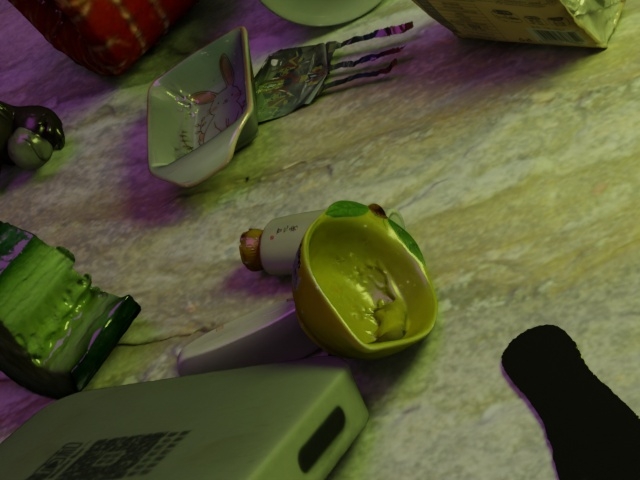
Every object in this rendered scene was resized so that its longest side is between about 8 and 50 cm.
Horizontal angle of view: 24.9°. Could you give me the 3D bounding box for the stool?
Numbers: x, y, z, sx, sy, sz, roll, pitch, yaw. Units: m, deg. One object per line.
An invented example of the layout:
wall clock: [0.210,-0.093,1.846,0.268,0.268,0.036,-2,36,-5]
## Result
stool: [-0.434,-0.133,1.937,0.217,0.125,0.121,15,76,25]

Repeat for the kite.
kite: [0.003,-0.205,1.743,0.245,0.015,0.141,-13,45,36]

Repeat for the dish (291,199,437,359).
dish: [0.030,0.051,1.373,0.080,0.149,0.207,-50,17,34]

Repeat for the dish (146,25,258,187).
dish: [-0.131,-0.142,1.737,0.154,0.064,0.234,-29,36,18]

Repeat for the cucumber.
cucumber: [-0.307,0.070,1.568,0.191,0.191,0.130,6,54,42]

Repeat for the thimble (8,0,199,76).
thimble: [-0.319,-0.395,1.948,0.230,0.350,0.350,-47,38,-11]

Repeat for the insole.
insole: [0.220,0.152,1.207,0.086,0.005,0.253,-31,38,5]

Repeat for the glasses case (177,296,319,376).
glasses case: [-0.065,0.104,1.432,0.164,0.063,0.041,-25,41,15]

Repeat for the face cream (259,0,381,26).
face cream: [-0.006,-0.397,1.804,0.201,0.201,0.187,-27,38,13]

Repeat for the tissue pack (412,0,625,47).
tissue pack: [0.191,-0.282,1.545,0.222,0.186,0.090,14,72,45]

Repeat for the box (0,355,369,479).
box: [-0.179,0.230,1.270,0.373,0.090,0.367,-12,16,30]

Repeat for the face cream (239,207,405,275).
face cream: [0.000,0.000,1.501,0.182,0.051,0.072,-8,49,33]
